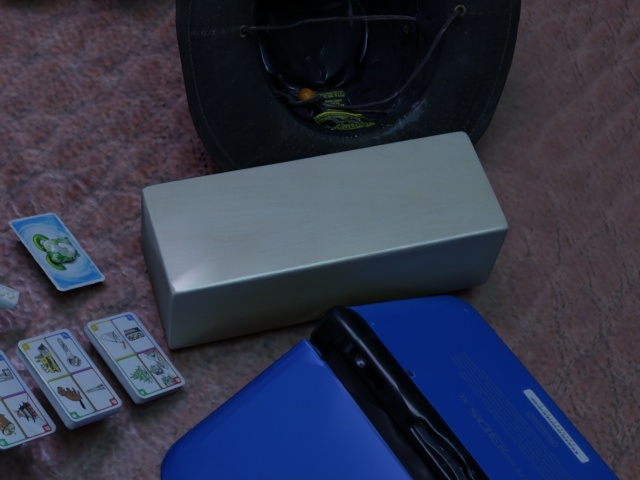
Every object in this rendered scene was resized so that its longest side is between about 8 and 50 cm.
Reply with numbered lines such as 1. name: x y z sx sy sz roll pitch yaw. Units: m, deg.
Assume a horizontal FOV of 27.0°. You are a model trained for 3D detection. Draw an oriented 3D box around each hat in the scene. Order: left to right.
1. hat: 0.013 -0.198 1.115 0.331 0.331 0.134 -9 26 -17

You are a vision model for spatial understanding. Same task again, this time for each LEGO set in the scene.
1. LEGO set: -0.241 0.050 0.998 0.244 0.060 0.182 50 35 18

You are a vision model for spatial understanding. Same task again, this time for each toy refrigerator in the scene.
1. toy refrigerator: 0.000 0.000 1.059 0.270 0.094 0.102 -11 58 -16

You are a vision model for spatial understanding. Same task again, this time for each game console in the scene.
1. game console: 0.075 0.204 0.983 0.250 0.173 0.293 -3 48 -49
